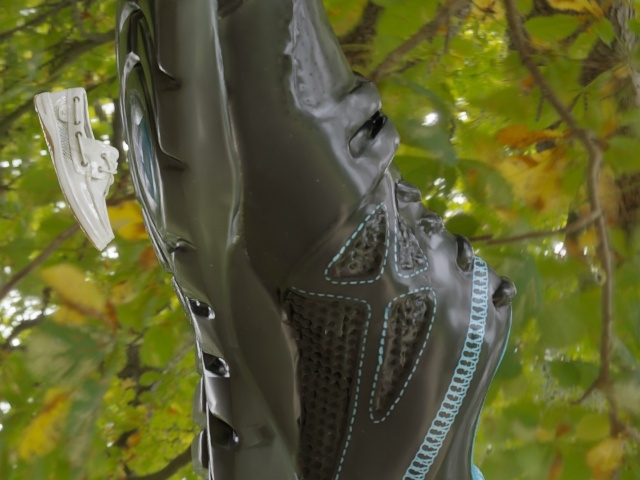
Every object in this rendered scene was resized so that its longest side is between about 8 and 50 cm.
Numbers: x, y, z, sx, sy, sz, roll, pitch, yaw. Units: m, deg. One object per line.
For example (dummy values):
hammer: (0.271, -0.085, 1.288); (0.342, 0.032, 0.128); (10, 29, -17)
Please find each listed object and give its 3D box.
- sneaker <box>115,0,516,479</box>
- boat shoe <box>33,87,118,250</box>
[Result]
sneaker: (0.000, 0.000, 0.406); (0.140, 0.125, 0.341); (-12, -69, -13)
boat shoe: (-0.358, -0.120, 1.509); (0.096, 0.098, 0.277); (-21, -106, -8)
